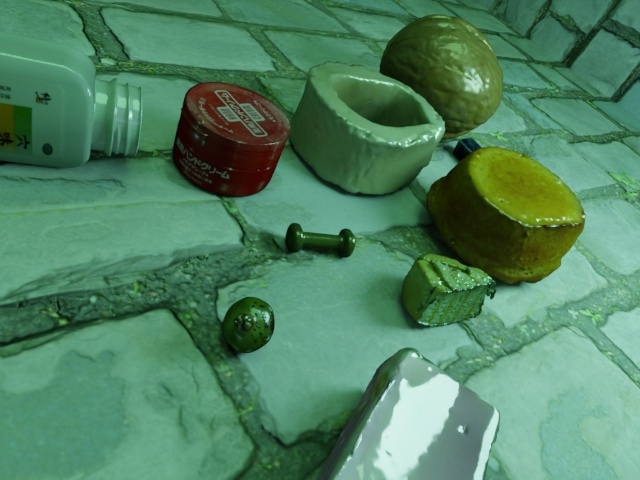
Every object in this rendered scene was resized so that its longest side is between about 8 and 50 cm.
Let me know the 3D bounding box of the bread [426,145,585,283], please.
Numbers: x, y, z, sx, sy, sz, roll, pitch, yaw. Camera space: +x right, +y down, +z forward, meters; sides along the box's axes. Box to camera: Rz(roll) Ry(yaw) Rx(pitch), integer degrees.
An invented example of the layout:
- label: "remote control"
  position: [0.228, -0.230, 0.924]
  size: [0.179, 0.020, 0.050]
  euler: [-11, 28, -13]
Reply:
- label: "bread"
  position: [0.375, -0.058, 1.023]
  size: [0.313, 0.172, 0.312]
  euler: [14, 43, -14]

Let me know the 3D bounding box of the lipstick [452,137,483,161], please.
- label: "lipstick"
  position: [0.445, -0.140, 1.245]
  size: [0.051, 0.051, 0.312]
  euler: [-13, 53, -28]

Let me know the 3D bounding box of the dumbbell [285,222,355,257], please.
- label: "dumbbell"
  position: [0.000, 0.000, 0.848]
  size: [0.118, 0.046, 0.052]
  euler: [6, 38, -23]

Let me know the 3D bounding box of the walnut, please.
- label: "walnut"
  position: [0.312, -0.411, 1.296]
  size: [0.333, 0.332, 0.332]
  euler: [16, 40, -14]

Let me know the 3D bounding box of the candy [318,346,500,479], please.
- label: "candy"
  position: [0.090, 0.258, 0.558]
  size: [0.156, 0.115, 0.265]
  euler: [33, 40, 9]

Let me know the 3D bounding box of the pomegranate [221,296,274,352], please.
- label: "pomegranate"
  position: [-0.090, 0.105, 0.650]
  size: [0.073, 0.084, 0.073]
  euler: [12, 52, -15]

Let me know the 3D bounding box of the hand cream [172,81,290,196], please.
- label: "hand cream"
  position: [-0.160, -0.180, 0.894]
  size: [0.193, 0.125, 0.193]
  euler: [15, 40, -13]

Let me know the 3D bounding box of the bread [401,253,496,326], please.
- label: "bread"
  position: [0.204, 0.077, 0.846]
  size: [0.157, 0.103, 0.110]
  euler: [3, 33, -35]

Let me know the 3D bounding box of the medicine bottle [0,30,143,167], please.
- label: "medicine bottle"
  position: [-0.428, -0.197, 0.718]
  size: [0.325, 0.179, 0.124]
  euler: [4, 44, -27]

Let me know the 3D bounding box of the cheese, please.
- label: "cheese"
  position: [0.108, -0.244, 1.096]
  size: [0.333, 0.153, 0.292]
  euler: [-12, 53, -36]
